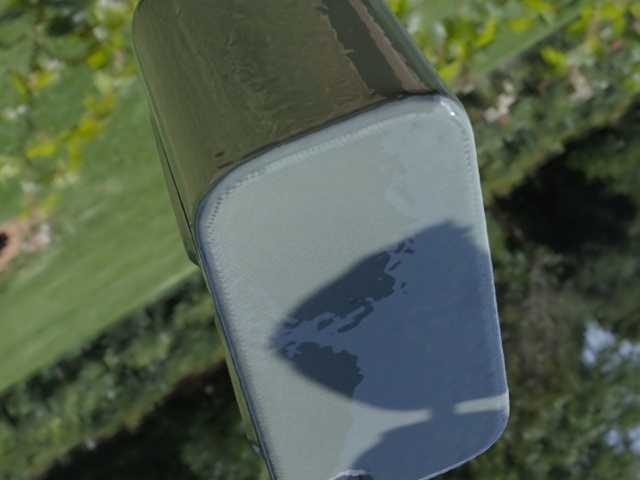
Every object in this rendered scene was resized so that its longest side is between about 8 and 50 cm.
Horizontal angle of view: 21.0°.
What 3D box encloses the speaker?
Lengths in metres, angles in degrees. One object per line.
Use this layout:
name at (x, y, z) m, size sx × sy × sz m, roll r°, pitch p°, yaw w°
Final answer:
speaker at (0.000, 0.000, 1.150) m, size 0.183 × 0.184 × 0.406 m, roll -21°, pitch 142°, yaw -6°
